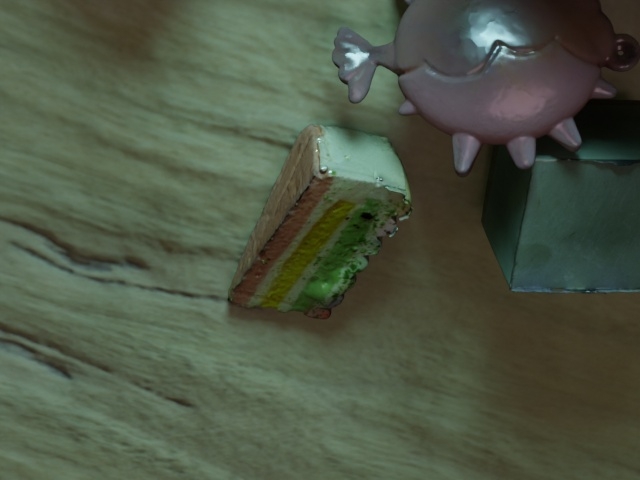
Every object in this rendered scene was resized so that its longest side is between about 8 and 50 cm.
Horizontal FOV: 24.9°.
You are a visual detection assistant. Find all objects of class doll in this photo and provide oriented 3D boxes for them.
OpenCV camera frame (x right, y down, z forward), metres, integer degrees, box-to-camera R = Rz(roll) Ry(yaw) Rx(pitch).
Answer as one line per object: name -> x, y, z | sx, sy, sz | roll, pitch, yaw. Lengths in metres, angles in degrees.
doll -> 0.141, -0.160, 1.247 | 0.261, 0.211, 0.093 | -8, 169, 7

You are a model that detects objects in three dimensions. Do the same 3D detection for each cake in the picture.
cake -> -0.002, -0.017, 1.389 | 0.109, 0.090, 0.225 | 13, 138, -21

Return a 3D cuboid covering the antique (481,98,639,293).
antique -> 0.240, -0.047, 1.351 | 0.151, 0.148, 0.147 | 0, 121, -11
